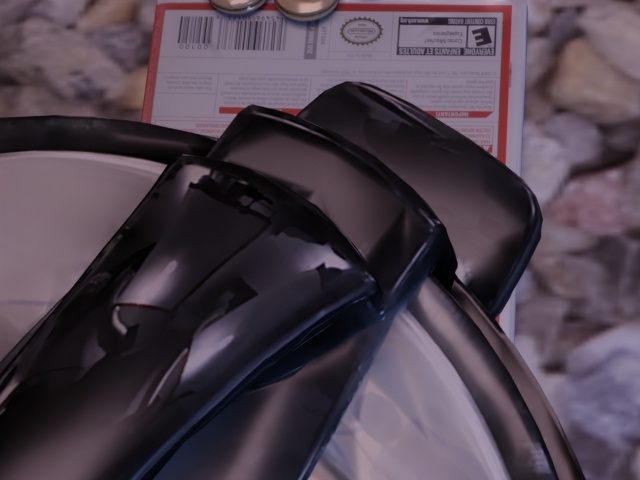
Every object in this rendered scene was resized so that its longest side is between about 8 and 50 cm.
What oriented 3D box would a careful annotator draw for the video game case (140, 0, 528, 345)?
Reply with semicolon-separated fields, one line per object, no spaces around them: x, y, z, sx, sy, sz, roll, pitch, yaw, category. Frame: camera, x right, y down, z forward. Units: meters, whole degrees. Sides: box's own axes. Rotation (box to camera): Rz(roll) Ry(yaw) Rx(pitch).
0.000;0.000;0.908;0.204;0.025;0.285;2;67;8;video game case

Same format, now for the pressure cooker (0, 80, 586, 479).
-0.079;0.160;0.623;0.376;0.420;0.369;-9;71;5;pressure cooker

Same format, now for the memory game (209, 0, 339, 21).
-0.016;-0.198;0.988;0.186;0.012;0.186;-3;58;5;memory game
